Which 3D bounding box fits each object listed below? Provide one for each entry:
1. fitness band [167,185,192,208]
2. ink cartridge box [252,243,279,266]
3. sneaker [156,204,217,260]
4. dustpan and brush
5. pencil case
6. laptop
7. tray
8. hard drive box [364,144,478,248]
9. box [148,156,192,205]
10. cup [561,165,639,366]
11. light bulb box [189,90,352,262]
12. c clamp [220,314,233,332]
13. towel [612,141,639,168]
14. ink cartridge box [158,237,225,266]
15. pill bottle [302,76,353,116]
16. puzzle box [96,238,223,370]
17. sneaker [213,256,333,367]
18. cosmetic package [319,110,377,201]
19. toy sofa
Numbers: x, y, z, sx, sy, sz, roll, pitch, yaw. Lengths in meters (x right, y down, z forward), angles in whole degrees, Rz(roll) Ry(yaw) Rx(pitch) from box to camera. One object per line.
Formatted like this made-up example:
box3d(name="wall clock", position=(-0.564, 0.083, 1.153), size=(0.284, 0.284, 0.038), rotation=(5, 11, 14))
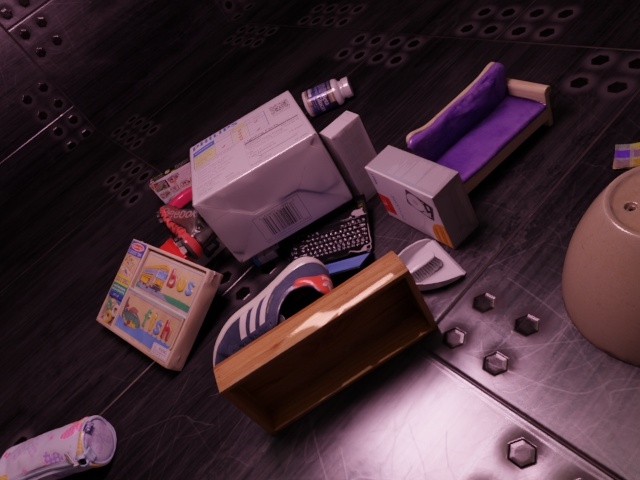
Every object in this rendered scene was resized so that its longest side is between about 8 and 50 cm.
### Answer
box3d(name="fitness band", position=(-0.402, -0.126, 1.748), size=(0.291, 0.054, 0.208), rotation=(-15, 41, 19))
box3d(name="ink cartridge box", position=(-0.149, 0.033, 1.438), size=(0.083, 0.028, 0.048), rotation=(-28, 41, 7))
box3d(name="sneaker", position=(-0.383, -0.049, 1.499), size=(0.135, 0.097, 0.276), rotation=(-39, 42, -14))
box3d(name="dustpan and brush", position=(0.195, 0.074, 1.148), size=(0.211, 0.060, 0.147), rotation=(-33, 40, 0))
box3d(name="pencil case", position=(-0.620, 0.509, 1.207), size=(0.273, 0.113, 0.124), rotation=(-22, 33, 14))
box3d(name="laptop", position=(0.000, 0.000, 1.284), size=(0.235, 0.136, 0.264), rotation=(-16, 61, 19))
box3d(name="tray", position=(0.018, 0.210, 1.018), size=(0.411, 0.202, 0.076), rotation=(-34, 40, -1))
box3d(name="hard drive box", position=(0.237, -0.106, 1.208), size=(0.089, 0.181, 0.232), rotation=(-43, 40, -10))
box3d(name="box", position=(-0.500, -0.218, 1.850), size=(0.207, 0.114, 0.036), rotation=(-28, 40, 6))
box3d(name="cup", position=(0.562, 0.011, 0.837), size=(0.331, 0.237, 0.331), rotation=(-18, 42, 17))
box3d(name="light bulb box", position=(-0.153, -0.190, 1.426), size=(0.358, 0.225, 0.361), rotation=(-29, 35, 4))
box3d(name="c clamp", position=(-0.195, 0.251, 1.256), size=(0.161, 0.022, 0.137), rotation=(4, 54, 35))
box3d(name="towel", position=(0.681, -0.187, 1.129), size=(0.060, 0.009, 0.083), rotation=(1, 51, 35))
box3d(name="ink cartridge box", position=(-0.379, 0.008, 1.573), size=(0.231, 0.078, 0.134), rotation=(-43, 42, -11))
box3d(name="pill bottle", position=(0.028, -0.513, 1.813), size=(0.170, 0.094, 0.094), rotation=(-20, 42, 16))
box3d(name="puzzle box", position=(-0.461, 0.162, 1.429), size=(0.409, 0.052, 0.271), rotation=(14, 78, 41))
box3d(name="sneaker", position=(-0.103, 0.195, 1.096), size=(0.350, 0.131, 0.148), rotation=(-50, 30, 10))
box3d(name="cosmetic package", position=(0.094, -0.219, 1.366), size=(0.099, 0.239, 0.060), rotation=(-42, 42, -11))
box3d(name="toy sofa", position=(0.395, -0.268, 1.269), size=(0.363, 0.177, 0.150), rotation=(-41, 40, -11))
